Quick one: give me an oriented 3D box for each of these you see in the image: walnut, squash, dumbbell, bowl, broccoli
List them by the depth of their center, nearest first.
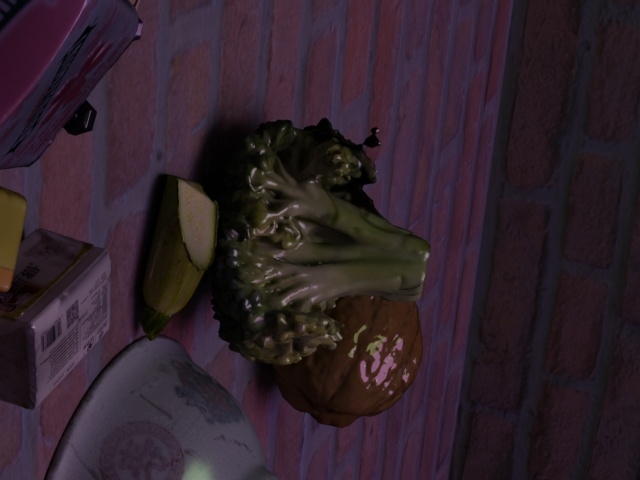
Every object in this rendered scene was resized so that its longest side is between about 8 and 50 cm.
[{"bbox_3d":[-0.255,-0.128,1.616,0.036,0.040,0.083,-46,164,10],"label":"dumbbell"},{"bbox_3d":[-0.168,0.027,1.926,0.090,0.075,0.200,-3,107,-81],"label":"squash"},{"bbox_3d":[-0.167,0.347,1.980,0.435,0.196,0.435,15,90,-71],"label":"bowl"},{"bbox_3d":[-0.001,0.000,2.048,0.348,0.281,0.293,-73,173,-56],"label":"broccoli"},{"bbox_3d":[0.038,0.143,2.416,0.224,0.257,0.257,-44,-162,58],"label":"walnut"}]

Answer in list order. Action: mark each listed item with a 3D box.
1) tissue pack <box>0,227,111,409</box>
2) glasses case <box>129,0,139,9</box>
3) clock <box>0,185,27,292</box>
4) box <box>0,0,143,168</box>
[{"bbox_3d":[-0.281,0.074,1.591,0.148,0.099,0.106,-51,151,-53],"label":"tissue pack"},{"bbox_3d":[-0.198,-0.356,1.551,0.144,0.076,0.336,33,72,-70],"label":"glasses case"},{"bbox_3d":[-0.335,-0.017,1.293,0.202,0.143,0.096,29,74,-71],"label":"clock"},{"bbox_3d":[-0.241,-0.144,1.276,0.190,0.112,0.369,-49,-178,3],"label":"box"}]
